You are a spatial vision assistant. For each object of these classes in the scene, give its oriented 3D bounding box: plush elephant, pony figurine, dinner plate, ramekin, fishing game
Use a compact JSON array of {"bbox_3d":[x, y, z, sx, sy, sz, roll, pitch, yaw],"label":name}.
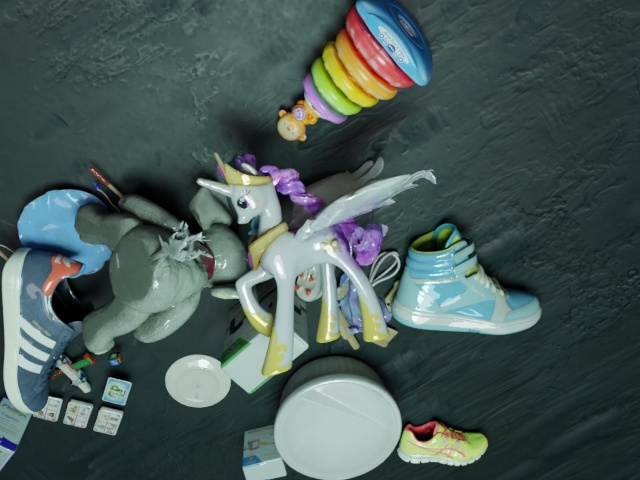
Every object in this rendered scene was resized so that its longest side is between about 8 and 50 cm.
[{"bbox_3d":[-0.251,0.040,1.237,0.330,0.255,0.272,-17,79,34],"label":"plush elephant"},{"bbox_3d":[0.000,0.000,1.136,0.351,0.303,0.363,-15,98,-15],"label":"pony figurine"},{"bbox_3d":[-0.266,0.310,1.477,0.141,0.017,0.141,-2,117,-3],"label":"dinner plate"},{"bbox_3d":[0.033,0.372,1.469,0.273,0.127,0.273,-2,116,-3],"label":"ramekin"},{"bbox_3d":[-0.473,-0.016,1.293,0.264,0.041,0.189,-38,119,9],"label":"fishing game"}]

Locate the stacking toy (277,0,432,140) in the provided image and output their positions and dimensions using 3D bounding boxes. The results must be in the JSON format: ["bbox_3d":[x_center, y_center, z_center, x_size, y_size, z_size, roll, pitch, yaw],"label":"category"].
[{"bbox_3d":[0.032,-0.269,1.168,0.302,0.166,0.175,-35,105,28],"label":"stacking toy"}]

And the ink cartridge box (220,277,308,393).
[{"bbox_3d":[-0.106,0.170,1.317,0.153,0.208,0.087,-41,109,13],"label":"ink cartridge box"}]

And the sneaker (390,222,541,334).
[{"bbox_3d":[0.309,0.071,1.352,0.319,0.127,0.208,2,109,-14],"label":"sneaker"}]

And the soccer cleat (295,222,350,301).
[{"bbox_3d":[0.008,0.029,1.344,0.068,0.076,0.196,28,98,26],"label":"soccer cleat"}]

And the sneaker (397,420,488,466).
[{"bbox_3d":[0.282,0.456,1.556,0.208,0.081,0.094,-3,114,-3],"label":"sneaker"}]

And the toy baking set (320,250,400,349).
[{"bbox_3d":[0.102,0.116,1.409,0.197,0.030,0.256,-33,120,5],"label":"toy baking set"}]

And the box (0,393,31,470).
[{"bbox_3d":[-0.681,0.421,1.428,0.072,0.137,0.126,34,108,-20],"label":"box"}]

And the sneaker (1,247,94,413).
[{"bbox_3d":[-0.509,0.184,1.291,0.148,0.131,0.350,5,116,-8],"label":"sneaker"}]

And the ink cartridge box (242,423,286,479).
[{"bbox_3d":[-0.124,0.469,1.506,0.088,0.122,0.052,-13,112,1],"label":"ink cartridge box"}]

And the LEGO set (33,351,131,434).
[{"bbox_3d":[-0.498,0.306,1.450,0.182,0.060,0.244,17,124,-13],"label":"LEGO set"}]
